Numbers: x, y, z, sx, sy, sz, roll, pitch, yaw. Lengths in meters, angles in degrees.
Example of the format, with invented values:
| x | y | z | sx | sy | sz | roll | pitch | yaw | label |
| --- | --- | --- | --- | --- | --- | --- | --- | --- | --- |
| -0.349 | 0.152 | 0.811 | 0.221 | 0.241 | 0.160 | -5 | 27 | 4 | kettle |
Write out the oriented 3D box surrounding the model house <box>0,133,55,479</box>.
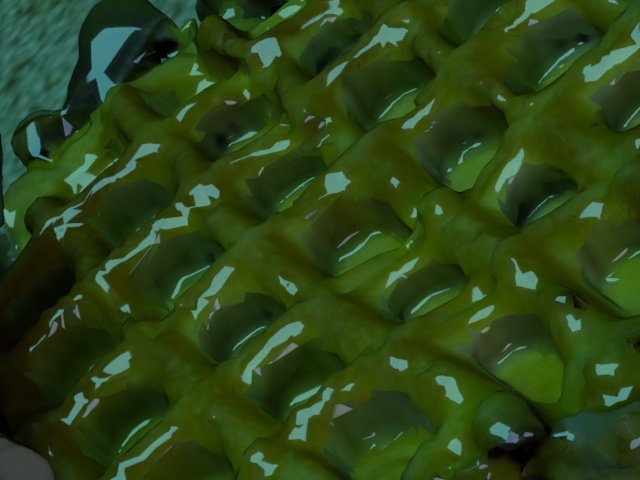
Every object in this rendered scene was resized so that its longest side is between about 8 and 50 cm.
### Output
| x | y | z | sx | sy | sz | roll | pitch | yaw | label |
| --- | --- | --- | --- | --- | --- | --- | --- | --- | --- |
| -0.224 | 0.100 | 0.535 | 0.326 | 0.169 | 0.244 | -42 | 40 | 21 | model house |

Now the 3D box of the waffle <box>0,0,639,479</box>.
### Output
| x | y | z | sx | sy | sz | roll | pitch | yaw | label |
| --- | --- | --- | --- | --- | --- | --- | --- | --- | --- |
| 0.001 | -0.008 | 0.597 | 0.329 | 0.062 | 0.329 | -24 | 39 | 21 | waffle |
